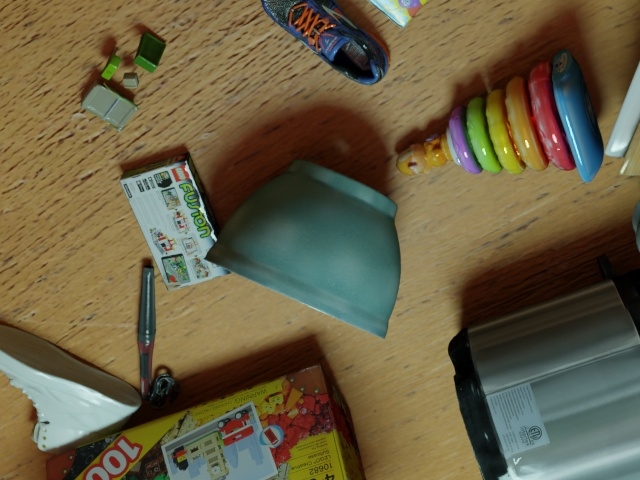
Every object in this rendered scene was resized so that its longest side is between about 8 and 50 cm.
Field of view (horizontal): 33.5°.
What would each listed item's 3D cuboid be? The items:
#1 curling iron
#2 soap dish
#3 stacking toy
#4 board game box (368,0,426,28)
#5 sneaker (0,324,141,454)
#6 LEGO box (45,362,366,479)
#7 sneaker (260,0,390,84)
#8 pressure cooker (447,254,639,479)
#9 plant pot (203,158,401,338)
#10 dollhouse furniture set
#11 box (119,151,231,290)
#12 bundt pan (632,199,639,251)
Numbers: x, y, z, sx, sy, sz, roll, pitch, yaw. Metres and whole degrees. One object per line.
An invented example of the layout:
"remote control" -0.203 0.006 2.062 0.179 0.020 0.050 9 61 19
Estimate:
"curling iron" -0.277 0.163 1.779 0.068 0.035 0.273 -7 114 -9
"soap dish" 0.509 -0.236 1.468 0.118 0.229 0.290 25 116 16
"stacking toy" 0.250 -0.155 1.574 0.302 0.175 0.165 -14 115 22
"board game box" 0.146 -0.446 1.420 0.142 0.144 0.275 37 111 -16
"sneaker" -0.471 0.270 1.791 0.293 0.108 0.169 31 109 -15
"LEGO box" -0.167 0.469 1.707 0.500 0.372 0.193 -21 142 7
"sneaker" 0.012 -0.298 1.523 0.221 0.087 0.083 31 111 -14
"pressure cooker" 0.443 0.253 1.628 0.421 0.375 0.369 -21 111 11
"plant pot" 0.000 0.000 1.584 0.293 0.293 0.196 25 87 -11
"dollhouse furniture set" -0.292 -0.241 1.589 0.076 0.058 0.152 30 132 -21
"box" -0.225 -0.027 1.684 0.114 0.036 0.206 -16 115 8
"bundt pan" 0.593 0.027 1.561 0.331 0.330 0.124 29 126 -13
